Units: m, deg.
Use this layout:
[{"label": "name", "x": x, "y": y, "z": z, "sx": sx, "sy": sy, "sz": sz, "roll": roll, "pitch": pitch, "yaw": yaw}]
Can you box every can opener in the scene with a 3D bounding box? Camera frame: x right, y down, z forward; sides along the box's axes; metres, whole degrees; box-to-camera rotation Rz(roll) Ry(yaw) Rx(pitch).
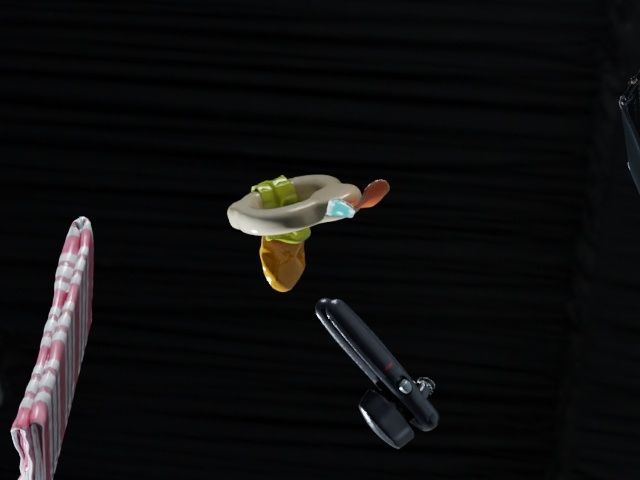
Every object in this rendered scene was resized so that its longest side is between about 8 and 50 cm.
[{"label": "can opener", "x": 0.059, "y": 0.130, "z": 1.373, "sx": 0.073, "sy": 0.059, "sz": 0.186, "roll": -45, "pitch": -66, "yaw": -27}]

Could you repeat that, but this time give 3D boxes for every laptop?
[{"label": "laptop", "x": 0.411, "y": -0.117, "z": 1.484, "sx": 0.264, "sy": 0.137, "sz": 0.234, "roll": -55, "pitch": -20, "yaw": -4}]

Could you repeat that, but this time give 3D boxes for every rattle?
[{"label": "rattle", "x": 0.000, "y": 0.000, "z": 1.470, "sx": 0.130, "sy": 0.200, "sz": 0.142, "roll": -13, "pitch": -77, "yaw": -52}]

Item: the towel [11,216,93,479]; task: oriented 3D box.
[{"label": "towel", "x": -0.208, "y": 0.095, "z": 1.045, "sx": 0.144, "sy": 0.029, "sz": 0.197, "roll": 106, "pitch": 173, "yaw": -52}]
